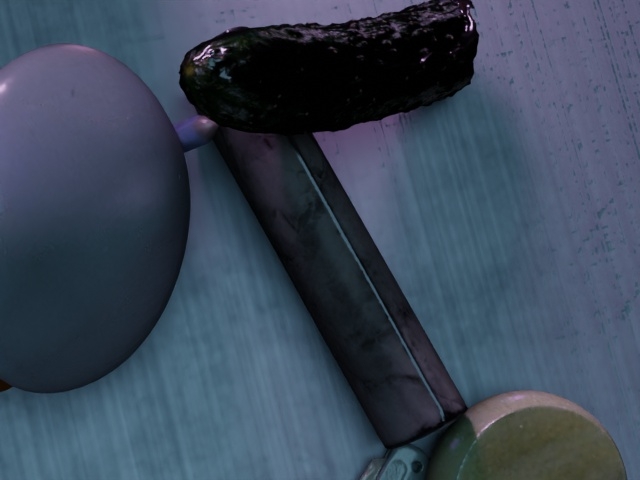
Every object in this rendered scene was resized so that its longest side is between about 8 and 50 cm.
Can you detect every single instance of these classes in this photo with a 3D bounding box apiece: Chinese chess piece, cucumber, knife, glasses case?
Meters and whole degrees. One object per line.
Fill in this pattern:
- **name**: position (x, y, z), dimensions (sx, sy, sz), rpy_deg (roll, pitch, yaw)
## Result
- **Chinese chess piece**: position (0.143, 0.177, 0.924), dimensions (0.144, 0.058, 0.144), rpy_deg (0, 88, -14)
- **cucumber**: position (0.011, -0.111, 0.871), dimensions (0.072, 0.303, 0.081), rpy_deg (20, 115, 31)
- **knife**: position (0.024, 0.212, 0.927), dimensions (0.044, 0.023, 0.162), rpy_deg (36, 77, -8)
- **glasses case**: position (0.000, 0.000, 0.915), dimensions (0.060, 0.114, 0.299), rpy_deg (-29, 86, -10)

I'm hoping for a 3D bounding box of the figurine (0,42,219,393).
- **figurine**: position (-0.271, -0.051, 0.846), dimensions (0.381, 0.205, 0.225), rpy_deg (21, 72, 4)
